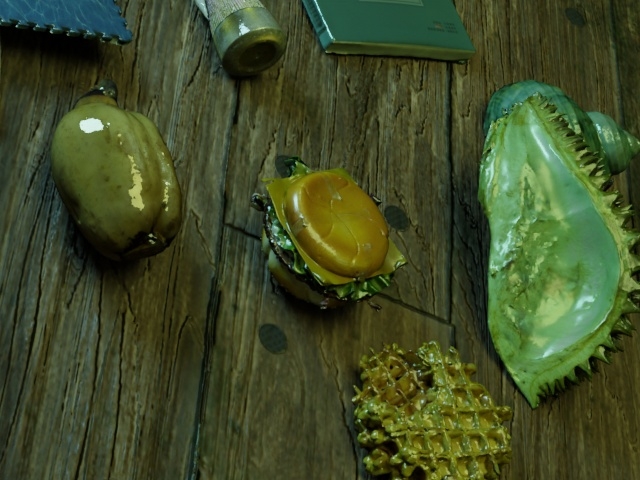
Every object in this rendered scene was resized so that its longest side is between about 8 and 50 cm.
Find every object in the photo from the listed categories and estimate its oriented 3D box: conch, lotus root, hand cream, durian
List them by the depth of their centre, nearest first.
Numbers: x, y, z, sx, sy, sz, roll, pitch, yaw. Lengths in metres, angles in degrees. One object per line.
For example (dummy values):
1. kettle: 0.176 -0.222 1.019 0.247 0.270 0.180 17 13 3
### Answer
1. lotus root: -0.214 -0.075 1.687 0.125 0.118 0.221 37 26 -61
2. hand cream: -0.113 -0.295 1.976 0.084 0.084 0.203 -1 53 -39
3. durian: 0.287 0.007 1.999 0.198 0.163 0.394 -7 77 2
4. conch: 0.318 -0.130 2.150 0.188 0.122 0.176 25 40 -23

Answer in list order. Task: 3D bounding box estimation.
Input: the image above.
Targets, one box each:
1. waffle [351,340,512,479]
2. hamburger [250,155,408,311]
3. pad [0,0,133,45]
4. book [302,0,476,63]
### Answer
1. waffle: 0.119 0.197 1.767 0.197 0.070 0.193 28 45 -18
2. hamburger: 0.000 -0.003 1.816 0.164 0.093 0.189 3 58 -40
3. pad: -0.359 -0.322 1.813 0.269 0.012 0.270 3 46 -37
4. book: 0.044 -0.404 2.219 0.264 0.031 0.379 -1 59 -38
